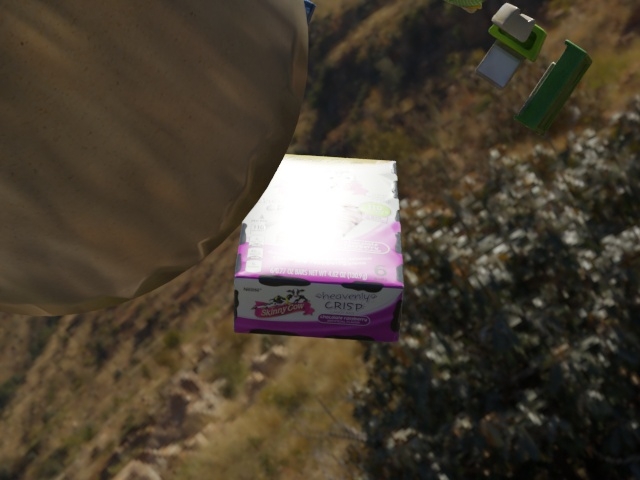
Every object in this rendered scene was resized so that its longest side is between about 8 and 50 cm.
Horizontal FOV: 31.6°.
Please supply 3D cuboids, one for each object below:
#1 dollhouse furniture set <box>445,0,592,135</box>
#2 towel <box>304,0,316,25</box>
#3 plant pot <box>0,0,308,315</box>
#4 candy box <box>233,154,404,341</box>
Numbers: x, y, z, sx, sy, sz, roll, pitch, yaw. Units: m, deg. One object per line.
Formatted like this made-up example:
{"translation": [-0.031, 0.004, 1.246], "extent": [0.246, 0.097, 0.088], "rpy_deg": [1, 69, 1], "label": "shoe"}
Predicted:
{"translation": [0.097, -0.134, 0.732], "extent": [0.058, 0.152, 0.076], "rpy_deg": [-56, -16, 11], "label": "dollhouse furniture set"}
{"translation": [-0.055, -0.160, 0.970], "extent": [0.029, 0.067, 0.119], "rpy_deg": [-91, 22, -66], "label": "towel"}
{"translation": [-0.157, -0.110, 0.444], "extent": [0.256, 0.256, 0.274], "rpy_deg": [-34, -13, 4], "label": "plant pot"}
{"translation": [0.000, 0.000, 1.134], "extent": [0.159, 0.071, 0.233], "rpy_deg": [3, 33, -1], "label": "candy box"}
